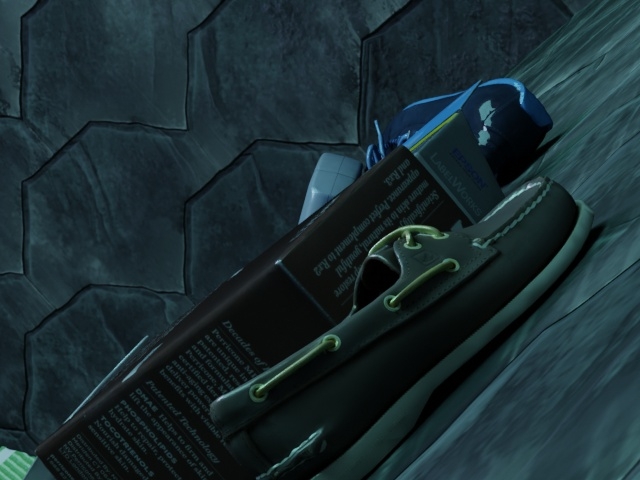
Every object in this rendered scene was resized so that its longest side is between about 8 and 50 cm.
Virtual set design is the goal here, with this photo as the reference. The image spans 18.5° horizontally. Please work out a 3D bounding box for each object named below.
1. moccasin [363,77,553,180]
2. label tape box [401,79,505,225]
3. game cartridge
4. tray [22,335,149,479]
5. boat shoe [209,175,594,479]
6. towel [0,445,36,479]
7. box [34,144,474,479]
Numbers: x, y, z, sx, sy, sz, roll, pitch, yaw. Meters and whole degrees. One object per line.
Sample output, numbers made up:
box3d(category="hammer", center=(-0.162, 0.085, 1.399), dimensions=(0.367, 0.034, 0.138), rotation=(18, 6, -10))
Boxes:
box3d(category="moccasin", center=(0.122, -0.092, 2.187), dimensions=(0.117, 0.138, 0.342), rotation=(-48, 5, -26))
box3d(category="label tape box", center=(0.052, 0.007, 1.896), dimensions=(0.241, 0.106, 0.334), rotation=(-39, 3, 38))
box3d(category="game cartridge", center=(0.000, 0.000, 2.254), dimensions=(0.297, 0.062, 0.198), rotation=(-63, -16, -83))
box3d(category="tray", center=(-0.225, 0.187, 1.836), dimensions=(0.145, 0.030, 0.270), rotation=(-49, -1, -28))
box3d(category="boat shoe", center=(0.060, 0.049, 1.313), dimensions=(0.324, 0.096, 0.116), rotation=(-43, 3, -28))
box3d(category="towel", center=(-0.320, 0.310, 1.933), dimensions=(0.248, 0.038, 0.325), rotation=(-43, 25, -25))
box3d(category="box", center=(-0.048, 0.099, 1.567), dimensions=(0.381, 0.143, 0.191), rotation=(-36, 6, 44))
